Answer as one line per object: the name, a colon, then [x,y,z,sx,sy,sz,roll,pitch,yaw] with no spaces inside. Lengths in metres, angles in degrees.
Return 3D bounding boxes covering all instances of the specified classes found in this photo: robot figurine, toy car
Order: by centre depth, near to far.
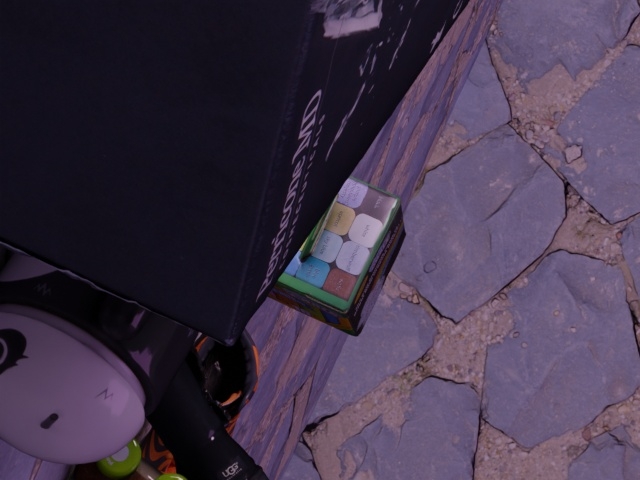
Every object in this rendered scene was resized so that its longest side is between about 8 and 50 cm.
robot figurine: [-0.188,0.053,1.432,0.209,0.173,0.278,81,32,-54]
toy car: [-0.247,0.331,1.923,0.188,0.149,0.155,-51,176,-21]

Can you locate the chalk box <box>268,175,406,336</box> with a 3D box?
chalk box: [0.000,0.000,2.352,0.180,0.179,0.289,-64,170,-9]

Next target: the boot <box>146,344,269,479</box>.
boot: [-0.155,0.207,1.953,0.094,0.207,0.246,-33,-175,-14]

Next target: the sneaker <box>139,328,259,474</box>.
sneaker: [-0.164,0.244,2.127,0.180,0.124,0.321,129,-24,-76]

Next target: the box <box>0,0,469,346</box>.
box: [-0.042,-0.289,1.037,0.472,0.297,0.480,-54,165,-45]
